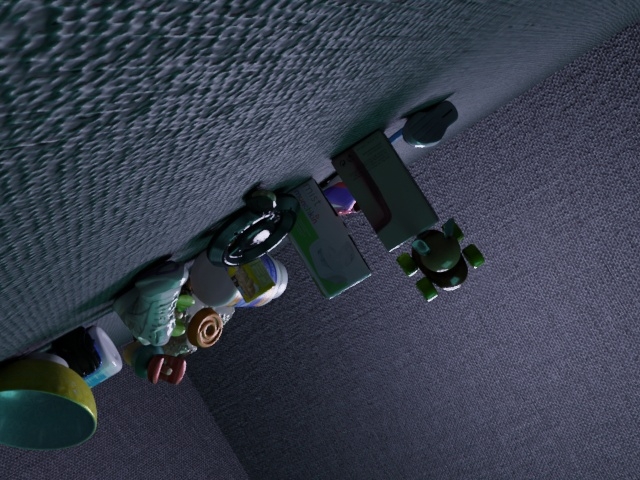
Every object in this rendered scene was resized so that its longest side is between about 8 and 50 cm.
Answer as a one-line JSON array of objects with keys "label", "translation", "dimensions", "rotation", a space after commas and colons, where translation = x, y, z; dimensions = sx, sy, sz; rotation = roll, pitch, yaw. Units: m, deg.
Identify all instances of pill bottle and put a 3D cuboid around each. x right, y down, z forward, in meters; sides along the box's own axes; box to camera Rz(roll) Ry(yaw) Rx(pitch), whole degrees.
[{"label": "pill bottle", "translation": [-0.199, 0.097, 2.052], "dimensions": [0.152, 0.152, 0.272], "rotation": [-32, 162, 22]}, {"label": "pill bottle", "translation": [-0.690, 0.358, 2.163], "dimensions": [0.264, 0.146, 0.146], "rotation": [-31, 179, -5]}]

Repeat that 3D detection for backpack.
[{"label": "backpack", "translation": [-0.607, 0.289, 2.003], "dimensions": [0.098, 0.120, 0.101], "rotation": [-32, 179, -15]}]

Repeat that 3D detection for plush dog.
[{"label": "plush dog", "translation": [-0.397, 0.179, 2.110], "dimensions": [0.226, 0.210, 0.262], "rotation": [-8, -157, 38]}]

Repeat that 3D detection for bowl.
[{"label": "bowl", "translation": [-0.666, 0.359, 1.864], "dimensions": [0.290, 0.289, 0.156], "rotation": [-32, -138, 29]}]

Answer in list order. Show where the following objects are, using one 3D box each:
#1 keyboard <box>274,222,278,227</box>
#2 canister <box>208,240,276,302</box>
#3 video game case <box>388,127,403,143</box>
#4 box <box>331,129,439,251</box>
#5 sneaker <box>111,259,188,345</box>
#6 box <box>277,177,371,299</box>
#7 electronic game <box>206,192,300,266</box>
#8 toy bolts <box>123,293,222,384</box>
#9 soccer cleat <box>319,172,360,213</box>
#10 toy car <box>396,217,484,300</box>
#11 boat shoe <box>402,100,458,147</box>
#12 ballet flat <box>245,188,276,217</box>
[{"label": "keyboard", "translation": [-0.172, -0.012, 2.541], "dimensions": [0.202, 0.033, 0.317], "rotation": [-38, 180, -23]}, {"label": "canister", "translation": [-0.181, 0.056, 1.845], "dimensions": [0.073, 0.169, 0.126], "rotation": [-31, 178, -22]}, {"label": "video game case", "translation": [0.242, -0.287, 1.977], "dimensions": [0.166, 0.015, 0.119], "rotation": [-30, 178, -33]}, {"label": "box", "translation": [0.142, -0.107, 1.714], "dimensions": [0.127, 0.232, 0.148], "rotation": [-32, 178, 10]}, {"label": "sneaker", "translation": [-0.345, 0.139, 1.717], "dimensions": [0.114, 0.152, 0.305], "rotation": [-28, 175, -37]}, {"label": "box", "translation": [0.000, 0.000, 1.900], "dimensions": [0.127, 0.261, 0.231], "rotation": [-31, 180, -3]}, {"label": "electronic game", "translation": [-0.141, -0.020, 1.690], "dimensions": [0.229, 0.048, 0.229], "rotation": [-32, 160, -13]}, {"label": "toy bolts", "translation": [-0.379, 0.229, 1.928], "dimensions": [0.218, 0.159, 0.228], "rotation": [27, 82, -54]}, {"label": "soccer cleat", "translation": [0.045, -0.105, 2.086], "dimensions": [0.109, 0.116, 0.318], "rotation": [-30, 178, -42]}, {"label": "toy car", "translation": [0.246, 0.016, 1.691], "dimensions": [0.155, 0.149, 0.188], "rotation": [-36, 151, -2]}, {"label": "boat shoe", "translation": [0.240, -0.250, 1.802], "dimensions": [0.076, 0.083, 0.226], "rotation": [-34, 178, 42]}, {"label": "ballet flat", "translation": [-0.110, -0.078, 1.481], "dimensions": [0.173, 0.058, 0.049], "rotation": [146, -38, -80]}]
